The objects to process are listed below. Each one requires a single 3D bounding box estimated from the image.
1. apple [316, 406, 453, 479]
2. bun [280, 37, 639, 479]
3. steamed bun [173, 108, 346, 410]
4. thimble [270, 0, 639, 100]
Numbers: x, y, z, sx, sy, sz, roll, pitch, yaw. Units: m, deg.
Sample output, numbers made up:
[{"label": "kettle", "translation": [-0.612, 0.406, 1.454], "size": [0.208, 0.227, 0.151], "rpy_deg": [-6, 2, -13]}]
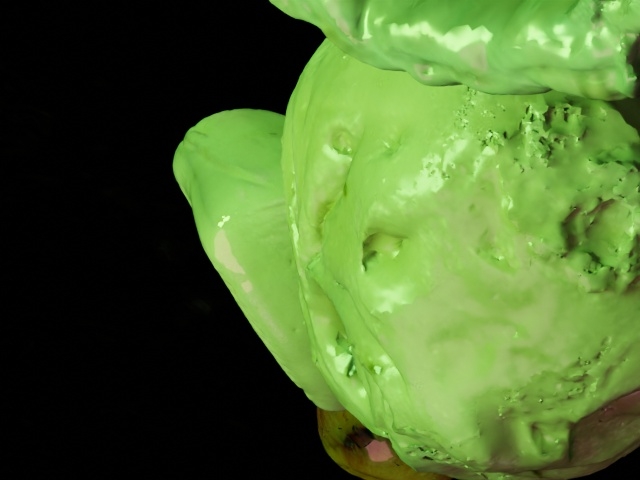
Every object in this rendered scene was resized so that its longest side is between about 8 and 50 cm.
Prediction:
[{"label": "apple", "translation": [0.064, 0.152, 1.556], "size": [0.146, 0.146, 0.146], "rpy_deg": [24, 149, 15]}, {"label": "bun", "translation": [0.095, -0.002, 1.146], "size": [0.326, 0.234, 0.362], "rpy_deg": [54, 165, 30]}, {"label": "steamed bun", "translation": [0.000, 0.000, 1.374], "size": [0.238, 0.153, 0.170], "rpy_deg": [60, 179, -38]}, {"label": "thimble", "translation": [0.093, -0.219, 0.915], "size": [0.291, 0.195, 0.291], "rpy_deg": [25, 149, 16]}]
